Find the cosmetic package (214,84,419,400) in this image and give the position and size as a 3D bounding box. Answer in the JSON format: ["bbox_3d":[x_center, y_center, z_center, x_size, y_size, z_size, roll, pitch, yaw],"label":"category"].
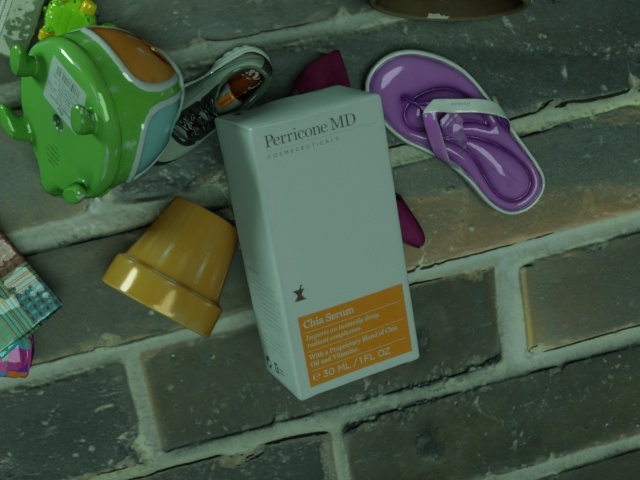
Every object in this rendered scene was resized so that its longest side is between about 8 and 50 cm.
[{"bbox_3d":[0.000,0.000,1.704,0.230,0.161,0.453,-18,109,-20],"label":"cosmetic package"}]

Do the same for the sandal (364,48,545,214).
[{"bbox_3d":[0.263,-0.194,1.883,0.416,0.102,0.169,35,97,-22],"label":"sandal"}]

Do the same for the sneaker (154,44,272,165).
[{"bbox_3d":[-0.193,-0.223,1.754,0.271,0.108,0.100,-39,115,2],"label":"sneaker"}]

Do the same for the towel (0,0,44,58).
[{"bbox_3d":[-0.559,-0.467,1.611,0.312,0.056,0.324,18,101,-22],"label":"towel"}]

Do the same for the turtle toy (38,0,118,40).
[{"bbox_3d":[-0.381,-0.343,1.678,0.130,0.066,0.095,26,107,1],"label":"turtle toy"}]

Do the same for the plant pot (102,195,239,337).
[{"bbox_3d":[-0.236,0.035,1.795,0.205,0.205,0.188,31,84,-22],"label":"plant pot"}]

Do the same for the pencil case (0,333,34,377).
[{"bbox_3d":[-0.607,0.178,1.791,0.236,0.104,0.104,8,106,-19],"label":"pencil case"}]

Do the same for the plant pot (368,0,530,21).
[{"bbox_3d":[0.209,-0.492,1.713,0.263,0.263,0.229,1,90,-15],"label":"plant pot"}]

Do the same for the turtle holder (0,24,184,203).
[{"bbox_3d":[-0.333,-0.177,1.631,0.227,0.243,0.320,-28,129,-38],"label":"turtle holder"}]

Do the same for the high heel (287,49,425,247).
[{"bbox_3d":[0.092,-0.150,1.844,0.377,0.127,0.181,41,94,-24],"label":"high heel"}]

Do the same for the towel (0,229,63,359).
[{"bbox_3d":[-0.643,0.124,1.708,0.370,0.040,0.271,-41,100,-17],"label":"towel"}]

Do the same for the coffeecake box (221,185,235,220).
[{"bbox_3d":[-0.097,-0.005,1.833,0.068,0.142,0.185,-25,113,-7],"label":"coffeecake box"}]
